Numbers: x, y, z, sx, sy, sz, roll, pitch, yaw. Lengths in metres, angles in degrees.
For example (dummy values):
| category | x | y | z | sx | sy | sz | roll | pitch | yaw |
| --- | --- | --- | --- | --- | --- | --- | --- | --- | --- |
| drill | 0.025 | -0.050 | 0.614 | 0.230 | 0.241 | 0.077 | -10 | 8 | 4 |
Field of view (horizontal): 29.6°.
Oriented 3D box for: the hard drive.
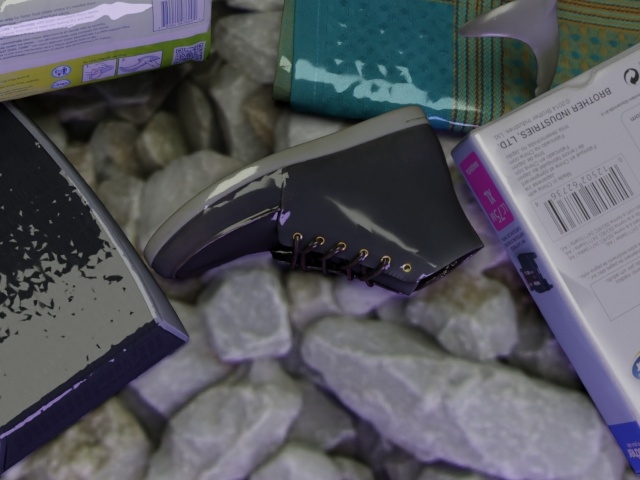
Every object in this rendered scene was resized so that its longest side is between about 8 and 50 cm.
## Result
| category | x | y | z | sx | sy | sz | roll | pitch | yaw |
| --- | --- | --- | --- | --- | --- | --- | --- | --- | --- |
| hard drive | -0.223 | 0.006 | 0.799 | 0.172 | 0.054 | 0.254 | -35 | 77 | -19 |

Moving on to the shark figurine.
| category | x | y | z | sx | sy | sz | roll | pitch | yaw |
| --- | --- | --- | --- | --- | --- | --- | --- | --- | --- |
| shark figurine | 0.147 | -0.253 | 0.891 | 0.166 | 0.116 | 0.278 | -31 | 66 | 15 |

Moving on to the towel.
| category | x | y | z | sx | sy | sz | roll | pitch | yaw |
| --- | --- | --- | --- | --- | --- | --- | --- | --- | --- |
| towel | 0.154 | -0.198 | 0.941 | 0.370 | 0.040 | 0.271 | 8 | 69 | -7 |

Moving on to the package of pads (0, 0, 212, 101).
| category | x | y | z | sx | sy | sz | roll | pitch | yaw |
| --- | --- | --- | --- | --- | --- | --- | --- | --- | --- |
| package of pads | -0.228 | -0.232 | 0.836 | 0.229 | 0.101 | 0.296 | -16 | 60 | -19 |

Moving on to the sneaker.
| category | x | y | z | sx | sy | sz | roll | pitch | yaw |
| --- | --- | --- | --- | --- | --- | --- | --- | --- | --- |
| sneaker | 0.000 | 0.000 | 0.817 | 0.222 | 0.083 | 0.118 | -25 | 79 | -13 |

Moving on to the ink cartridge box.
| category | x | y | z | sx | sy | sz | roll | pitch | yaw |
| --- | --- | --- | --- | --- | --- | --- | --- | --- | --- |
| ink cartridge box | 0.246 | 0.025 | 0.836 | 0.186 | 0.065 | 0.311 | -28 | 81 | -15 |
